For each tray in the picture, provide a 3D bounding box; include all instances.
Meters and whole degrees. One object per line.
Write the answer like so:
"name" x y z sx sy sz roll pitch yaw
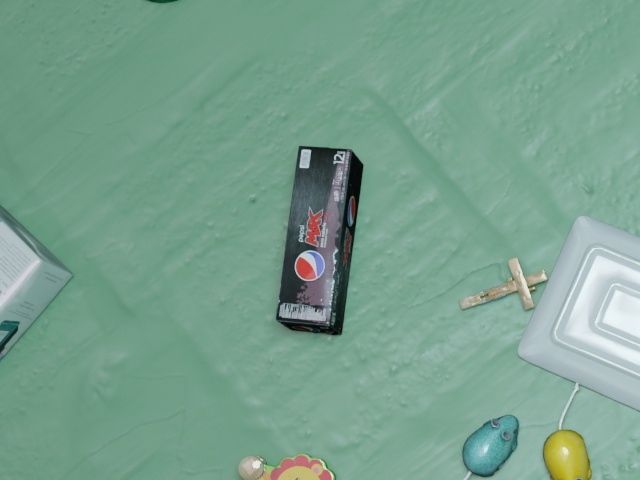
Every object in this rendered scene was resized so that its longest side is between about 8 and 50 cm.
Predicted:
"tray" 0.320 0.088 1.246 0.270 0.030 0.145 23 84 18

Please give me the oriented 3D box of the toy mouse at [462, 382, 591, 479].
"toy mouse" 0.166 0.213 1.255 0.143 0.031 0.161 -9 78 14

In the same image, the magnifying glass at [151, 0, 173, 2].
"magnifying glass" -0.102 -0.328 1.446 0.231 0.026 0.092 -37 72 6

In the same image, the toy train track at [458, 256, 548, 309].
"toy train track" 0.168 0.045 1.303 0.083 0.014 0.048 -21 81 15

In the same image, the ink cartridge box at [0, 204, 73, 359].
"ink cartridge box" -0.374 0.073 1.400 0.134 0.078 0.231 41 91 19

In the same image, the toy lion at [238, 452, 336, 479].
"toy lion" -0.034 0.242 1.305 0.096 0.034 0.100 15 83 9

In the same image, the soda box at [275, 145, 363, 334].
"soda box" 0.000 0.000 1.330 0.053 0.060 0.169 5 79 14
